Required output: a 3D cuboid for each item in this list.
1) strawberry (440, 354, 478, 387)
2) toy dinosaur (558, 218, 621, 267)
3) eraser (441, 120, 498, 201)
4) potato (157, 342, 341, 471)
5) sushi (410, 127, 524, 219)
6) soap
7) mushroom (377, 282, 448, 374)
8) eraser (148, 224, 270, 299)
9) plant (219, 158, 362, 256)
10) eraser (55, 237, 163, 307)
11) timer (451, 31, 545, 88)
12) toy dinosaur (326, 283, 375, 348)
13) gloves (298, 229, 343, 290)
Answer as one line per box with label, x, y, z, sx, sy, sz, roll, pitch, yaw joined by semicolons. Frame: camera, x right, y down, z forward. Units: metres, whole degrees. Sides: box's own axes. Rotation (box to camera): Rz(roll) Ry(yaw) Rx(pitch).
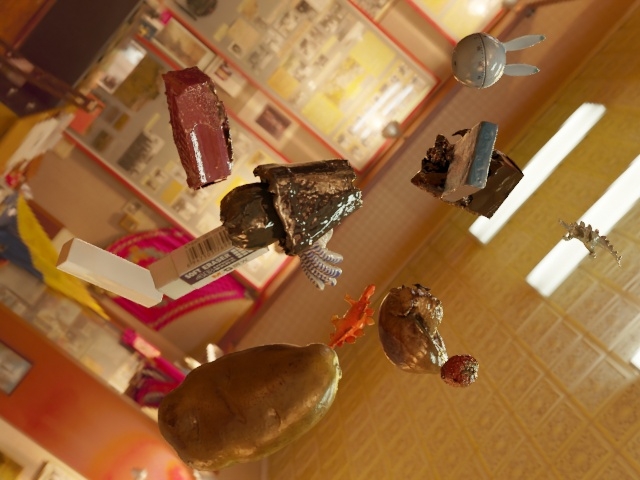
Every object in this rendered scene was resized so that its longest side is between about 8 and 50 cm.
strawberry;0.329;0.313;1.862;0.096;0.083;0.083;-16;-150;35
toy dinosaur;0.649;0.001;1.869;0.039;0.208;0.082;-46;-165;44
eraser;0.332;-0.171;1.762;0.312;0.042;0.144;117;-12;-88
potato;-0.128;0.305;1.470;0.369;0.177;0.196;-23;-149;14
sushi;0.373;-0.181;2.126;0.215;0.212;0.227;-56;-139;24
soap;-0.289;-0.254;1.884;0.112;0.289;0.182;-18;-143;-17
mushroom;0.265;0.257;2.286;0.195;0.283;0.263;-7;-154;6
eraser;-0.281;0.041;1.973;0.287;0.086;0.130;-27;159;6
plant;-0.055;-0.064;1.402;0.255;0.165;0.142;-21;-163;-7
eraser;-0.581;0.093;2.188;0.076;0.298;0.078;-24;-132;45
timer;0.495;-0.535;2.258;0.255;0.175;0.175;-25;-177;-19
toy dinosaur;0.074;0.225;2.024;0.117;0.070;0.288;-4;-136;54
gloves;-0.006;-0.003;1.709;0.097;0.229;0.119;-7;-172;0
